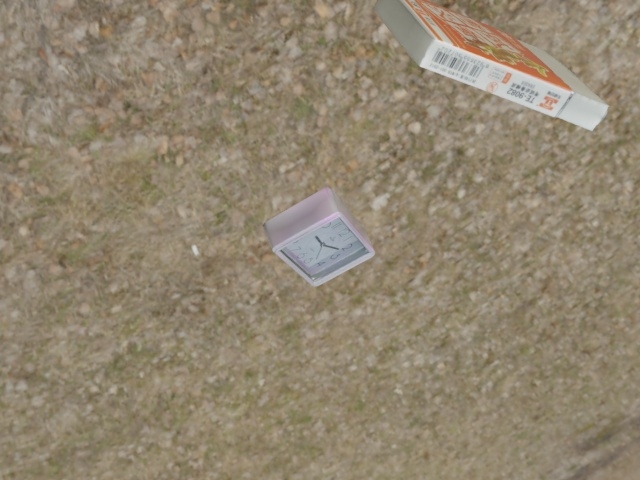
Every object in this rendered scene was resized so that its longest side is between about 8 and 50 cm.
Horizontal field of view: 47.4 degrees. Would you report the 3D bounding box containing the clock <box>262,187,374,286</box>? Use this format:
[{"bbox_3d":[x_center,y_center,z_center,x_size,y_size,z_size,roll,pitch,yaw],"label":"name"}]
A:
[{"bbox_3d":[0.000,0.000,1.373,0.150,0.063,0.197,-29,146,10],"label":"clock"}]

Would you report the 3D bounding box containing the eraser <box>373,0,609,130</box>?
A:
[{"bbox_3d":[0.182,-0.198,0.788,0.230,0.157,0.038,14,121,-25],"label":"eraser"}]
